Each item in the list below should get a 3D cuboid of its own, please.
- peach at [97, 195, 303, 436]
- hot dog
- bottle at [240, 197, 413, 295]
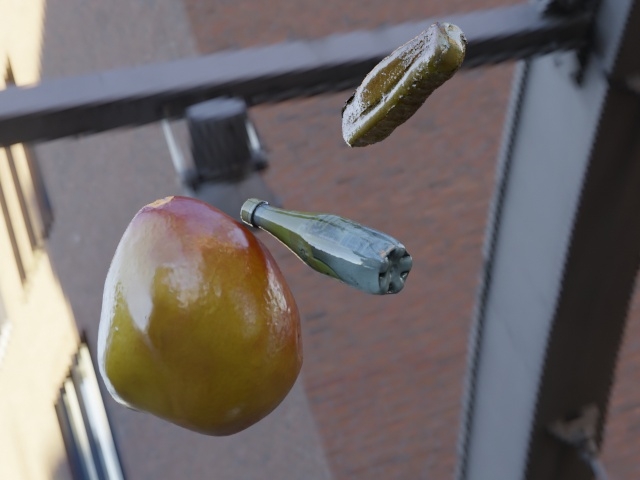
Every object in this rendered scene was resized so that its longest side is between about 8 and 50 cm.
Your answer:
[{"bbox_3d":[-0.162,0.104,2.119,0.289,0.307,0.289,14,7,-2],"label":"peach"},{"bbox_3d":[0.108,-0.199,2.030,0.068,0.083,0.289,-1,-18,-27],"label":"hot dog"},{"bbox_3d":[0.000,0.000,2.056,0.270,0.083,0.083,22,12,39],"label":"bottle"}]
